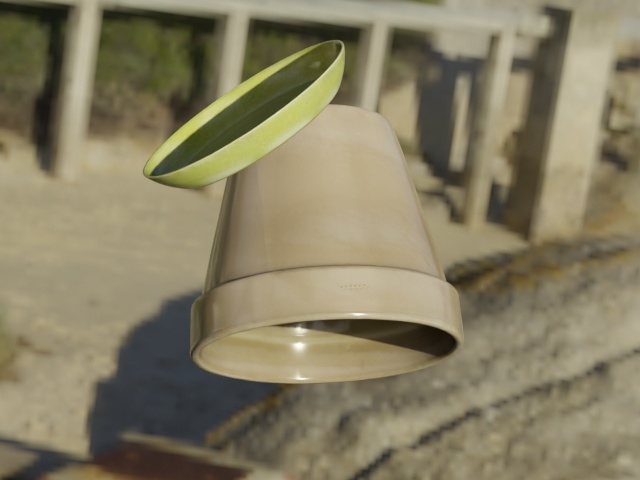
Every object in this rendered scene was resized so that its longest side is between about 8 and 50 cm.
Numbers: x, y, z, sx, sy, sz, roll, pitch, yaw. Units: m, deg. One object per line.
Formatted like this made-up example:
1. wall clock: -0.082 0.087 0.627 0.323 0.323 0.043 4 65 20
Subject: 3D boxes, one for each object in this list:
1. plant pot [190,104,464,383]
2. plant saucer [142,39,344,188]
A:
1. plant pot: 0.000 0.000 2.320 0.323 0.280 0.323 -3 -16 -1
2. plant saucer: -0.069 -0.119 1.974 0.241 0.037 0.241 -31 15 9
